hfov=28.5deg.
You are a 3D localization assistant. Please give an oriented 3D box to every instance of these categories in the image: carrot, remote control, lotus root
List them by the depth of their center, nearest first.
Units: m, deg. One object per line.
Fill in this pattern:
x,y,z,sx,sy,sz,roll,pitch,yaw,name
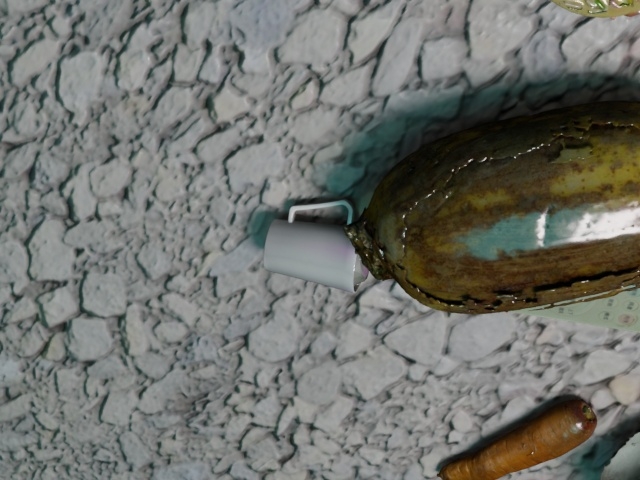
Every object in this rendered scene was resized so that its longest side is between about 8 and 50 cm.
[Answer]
0.215,-0.031,1.290,0.397,0.179,0.196,-13,100,16,lotus root
0.301,0.055,1.417,0.309,0.038,0.090,10,128,6,remote control
0.243,0.264,1.580,0.059,0.059,0.248,43,127,-18,carrot

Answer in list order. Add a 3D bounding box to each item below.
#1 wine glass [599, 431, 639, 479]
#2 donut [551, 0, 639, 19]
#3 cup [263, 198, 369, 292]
0.484,0.368,1.490,0.323,0.238,0.238,38,126,-19,wine glass
0.263,-0.278,1.158,0.174,0.068,0.175,7,128,10,donut
0.000,0.000,1.439,0.116,0.074,0.104,11,104,12,cup
